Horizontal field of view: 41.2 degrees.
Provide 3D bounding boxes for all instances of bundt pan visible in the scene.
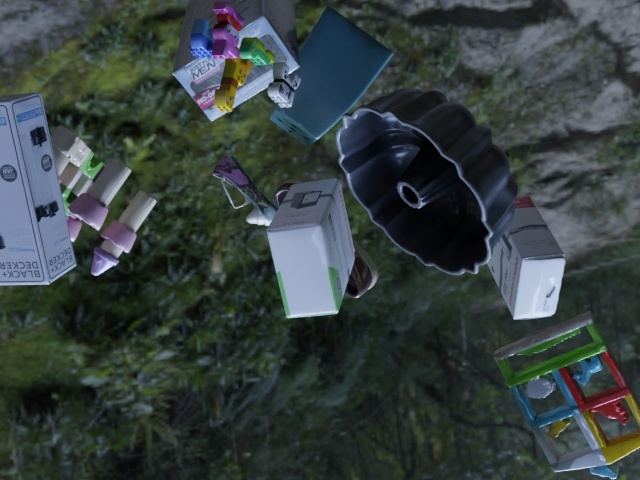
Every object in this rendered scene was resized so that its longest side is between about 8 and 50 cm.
[{"bbox_3d":[0.183,-0.107,1.376,0.124,0.331,0.331,-40,-165,-22],"label":"bundt pan"}]

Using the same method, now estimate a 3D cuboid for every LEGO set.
[{"bbox_3d":[-0.121,-0.237,1.207,0.087,0.093,0.227,5,166,27],"label":"LEGO set"}]

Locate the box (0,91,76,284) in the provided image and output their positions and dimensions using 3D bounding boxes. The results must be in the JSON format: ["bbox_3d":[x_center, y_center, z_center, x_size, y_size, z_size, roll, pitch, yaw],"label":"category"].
[{"bbox_3d":[-0.501,-0.077,1.330,0.169,0.290,0.087,0,-161,14],"label":"box"}]

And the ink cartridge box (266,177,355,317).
[{"bbox_3d":[-0.013,0.010,1.775,0.114,0.198,0.273,-7,-159,12],"label":"ink cartridge box"}]

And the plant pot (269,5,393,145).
[{"bbox_3d":[0.005,-0.325,1.775,0.165,0.234,0.165,33,173,-8],"label":"plant pot"}]

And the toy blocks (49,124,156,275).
[{"bbox_3d":[-0.516,-0.067,1.589,0.309,0.260,0.288,32,171,7],"label":"toy blocks"}]

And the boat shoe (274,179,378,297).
[{"bbox_3d":[0.000,0.000,2.079,0.123,0.342,0.123,-37,-179,31],"label":"boat shoe"}]

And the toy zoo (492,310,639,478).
[{"bbox_3d":[0.462,0.293,1.524,0.192,0.293,0.030,-28,-177,24],"label":"toy zoo"}]

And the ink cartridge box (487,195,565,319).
[{"bbox_3d":[0.413,0.033,1.743,0.092,0.159,0.218,-6,-145,-7],"label":"ink cartridge box"}]

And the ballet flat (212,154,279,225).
[{"bbox_3d":[-0.155,-0.090,1.897,0.079,0.221,0.077,-44,-175,-7],"label":"ballet flat"}]

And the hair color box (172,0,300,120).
[{"bbox_3d":[-0.149,-0.383,1.551,0.185,0.114,0.374,-29,-149,15],"label":"hair color box"}]
